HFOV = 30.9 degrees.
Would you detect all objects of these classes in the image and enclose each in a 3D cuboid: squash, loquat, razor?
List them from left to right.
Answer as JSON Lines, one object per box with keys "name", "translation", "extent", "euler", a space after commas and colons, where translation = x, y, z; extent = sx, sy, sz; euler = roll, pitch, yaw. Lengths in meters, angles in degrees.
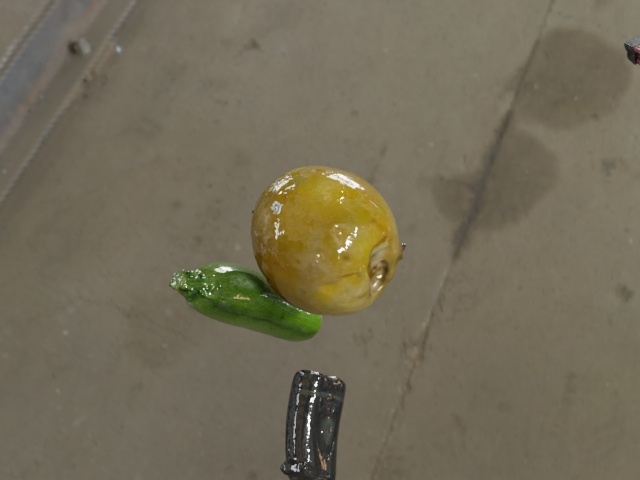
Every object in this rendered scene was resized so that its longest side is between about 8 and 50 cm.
{"name": "squash", "translation": [-0.112, 0.096, 1.867], "extent": [0.101, 0.378, 0.101], "euler": [-9, 73, 32]}
{"name": "razor", "translation": [-0.008, 0.250, 1.539], "extent": [0.054, 0.090, 0.148], "euler": [-6, 71, 40]}
{"name": "loquat", "translation": [0.000, 0.000, 1.774], "extent": [0.243, 0.244, 0.244], "euler": [-7, 51, 9]}

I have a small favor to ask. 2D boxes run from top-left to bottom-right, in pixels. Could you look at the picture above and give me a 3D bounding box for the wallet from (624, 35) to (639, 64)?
{"name": "wallet", "translation": [0.344, -0.157, 0.808], "extent": [0.232, 0.025, 0.119], "euler": [-22, 31, -2]}
